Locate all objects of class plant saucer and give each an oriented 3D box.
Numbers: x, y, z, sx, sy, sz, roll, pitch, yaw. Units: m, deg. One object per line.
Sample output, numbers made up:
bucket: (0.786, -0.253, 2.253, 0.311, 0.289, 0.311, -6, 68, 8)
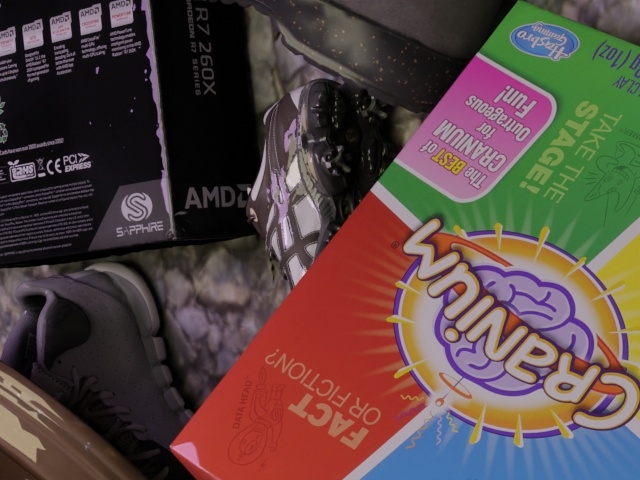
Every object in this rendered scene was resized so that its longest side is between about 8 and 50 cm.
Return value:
plant saucer: (-0.186, 0.157, 1.162, 0.278, 0.041, 0.278, 32, 155, 17)

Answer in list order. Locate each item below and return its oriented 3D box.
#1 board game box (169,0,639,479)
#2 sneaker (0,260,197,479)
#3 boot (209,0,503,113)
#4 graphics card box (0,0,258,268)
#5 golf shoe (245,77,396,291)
board game box: (0.111, 0.047, 0.893, 0.242, 0.064, 0.316, 27, 72, 35)
sneaker: (-0.152, 0.124, 1.189, 0.086, 0.132, 0.229, -38, 69, 35)
boot: (-0.021, -0.239, 1.014, 0.338, 0.118, 0.223, 23, 112, -3)
graphics card box: (-0.167, -0.171, 1.210, 0.232, 0.094, 0.371, -9, 86, 40)
golf shoe: (0.000, 0.000, 1.101, 0.094, 0.077, 0.198, -4, 83, 51)
